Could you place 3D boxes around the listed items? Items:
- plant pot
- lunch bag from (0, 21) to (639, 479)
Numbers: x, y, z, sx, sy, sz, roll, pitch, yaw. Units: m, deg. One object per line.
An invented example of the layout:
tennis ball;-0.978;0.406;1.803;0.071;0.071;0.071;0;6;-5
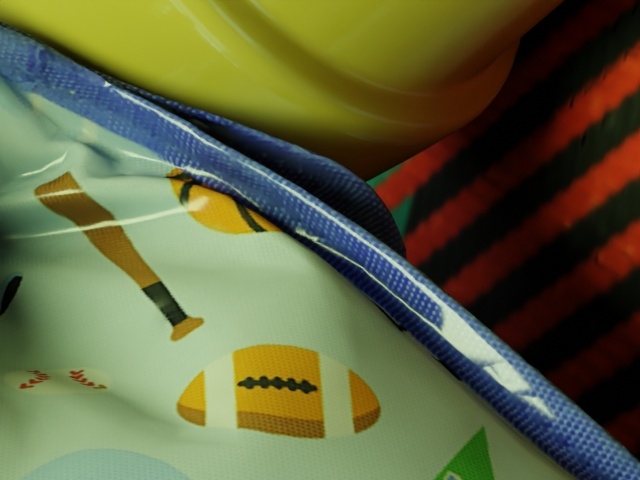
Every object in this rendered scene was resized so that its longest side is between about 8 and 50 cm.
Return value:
plant pot;0.023;-0.163;0.620;0.239;0.254;0.254;-25;63;35
lunch bag;-0.061;0.155;0.574;0.385;0.239;0.327;40;130;23
